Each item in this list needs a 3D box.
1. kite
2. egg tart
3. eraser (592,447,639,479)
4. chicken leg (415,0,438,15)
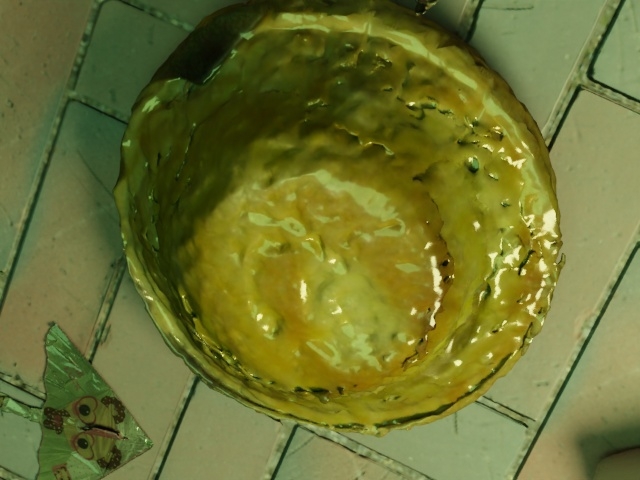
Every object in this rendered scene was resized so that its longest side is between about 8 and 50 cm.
[{"bbox_3d":[-0.297,0.190,1.600,0.250,0.012,0.229,16,112,11],"label":"kite"},{"bbox_3d":[0.000,0.000,1.357,0.443,0.178,0.443,5,113,13],"label":"egg tart"},{"bbox_3d":[0.377,0.325,1.422,0.174,0.095,0.270,-11,105,22],"label":"eraser"},{"bbox_3d":[0.038,-0.257,1.281,0.196,0.125,0.080,19,153,26],"label":"chicken leg"}]
